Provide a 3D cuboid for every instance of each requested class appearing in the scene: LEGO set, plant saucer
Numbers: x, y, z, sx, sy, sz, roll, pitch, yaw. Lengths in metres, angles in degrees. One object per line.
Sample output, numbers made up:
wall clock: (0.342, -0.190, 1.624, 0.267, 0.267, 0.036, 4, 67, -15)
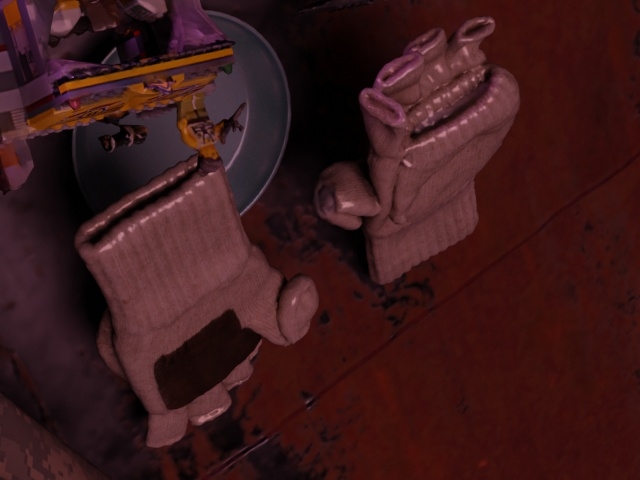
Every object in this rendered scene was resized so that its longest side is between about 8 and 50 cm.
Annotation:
LEGO set: (-0.011, -0.134, 0.520, 0.331, 0.255, 0.192, -19, 94, -44)
plant saucer: (-0.070, -0.056, 0.678, 0.119, 0.021, 0.119, -16, 119, -30)

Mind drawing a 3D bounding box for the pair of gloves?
pair of gloves: (0.000, 0.000, 0.688, 0.240, 0.042, 0.204, -30, 154, -19)

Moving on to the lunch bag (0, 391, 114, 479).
lunch bag: (-0.183, 0.197, 0.518, 0.235, 0.169, 0.287, 51, 34, -46)
